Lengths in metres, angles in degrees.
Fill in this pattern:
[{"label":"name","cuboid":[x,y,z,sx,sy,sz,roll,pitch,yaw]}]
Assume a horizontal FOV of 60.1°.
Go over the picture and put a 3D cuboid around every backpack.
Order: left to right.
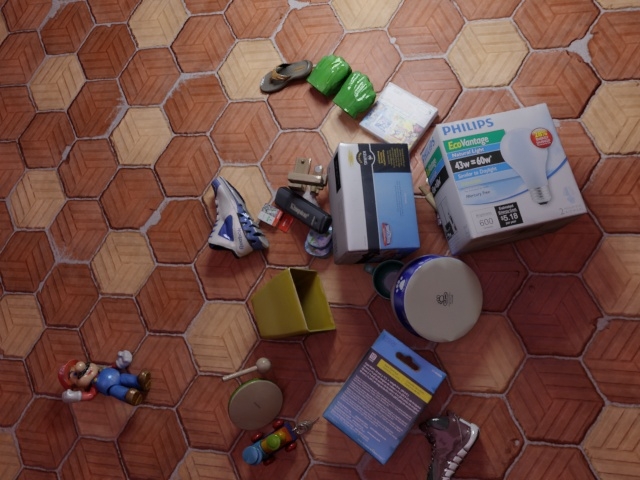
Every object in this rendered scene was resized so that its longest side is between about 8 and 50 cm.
[{"label":"backpack","cuboid":[0.000,0.000,1.885,0.105,0.084,0.114,20,87,18]}]

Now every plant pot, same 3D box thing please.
[{"label":"plant pot","cuboid":[-0.101,0.225,1.813,0.187,0.212,0.212,-25,74,21]}]

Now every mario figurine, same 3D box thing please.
[{"label":"mario figurine","cuboid":[-0.772,0.477,1.930,0.321,0.198,0.169,7,93,11]}]

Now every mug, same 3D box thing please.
[{"label":"mug","cuboid":[0.232,0.122,1.797,0.130,0.097,0.157,-32,73,7]}]

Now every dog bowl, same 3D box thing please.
[{"label":"dog bowl","cuboid":[0.356,0.176,1.693,0.265,0.104,0.264,0,90,-14]}]

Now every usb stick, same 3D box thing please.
[{"label":"usb stick","cuboid":[-0.064,-0.106,1.887,0.278,0.045,0.077,35,106,41]}]

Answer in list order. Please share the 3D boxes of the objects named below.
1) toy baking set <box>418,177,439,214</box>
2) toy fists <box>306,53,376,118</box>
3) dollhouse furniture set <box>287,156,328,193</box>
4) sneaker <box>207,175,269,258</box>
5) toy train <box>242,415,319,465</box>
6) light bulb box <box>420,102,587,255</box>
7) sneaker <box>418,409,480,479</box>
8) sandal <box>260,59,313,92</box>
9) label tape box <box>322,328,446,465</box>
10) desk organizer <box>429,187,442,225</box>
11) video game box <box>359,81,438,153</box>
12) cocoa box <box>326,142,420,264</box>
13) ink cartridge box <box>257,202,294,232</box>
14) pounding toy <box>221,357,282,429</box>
[{"label":"toy baking set","cuboid":[0.420,-0.177,1.800,0.197,0.030,0.256,-42,83,-16]},{"label":"toy fists","cuboid":[0.083,-0.553,1.962,0.142,0.096,0.279,-50,62,10]},{"label":"dollhouse furniture set","cuboid":[-0.043,-0.244,1.909,0.144,0.151,0.123,9,81,13]},{"label":"sneaker","cuboid":[-0.335,-0.063,1.957,0.182,0.127,0.315,-33,75,4]},{"label":"toy train","cuboid":[-0.126,0.628,1.761,0.248,0.143,0.105,-34,74,6]},{"label":"light bulb box","cuboid":[0.537,-0.180,1.674,0.358,0.225,0.360,-13,76,-7]},{"label":"sneaker","cuboid":[0.345,0.642,1.675,0.163,0.106,0.281,34,78,22]},{"label":"sandal","cuboid":[-0.134,-0.616,2.040,0.220,0.060,0.089,-12,72,25]},{"label":"label tape box","cuboid":[0.202,0.483,1.729,0.241,0.106,0.333,35,88,17]},{"label":"desk organizer","cuboid":[0.398,-0.111,1.826,0.047,0.050,0.130,-13,76,11]},{"label":"video game box","cuboid":[0.272,-0.421,1.921,0.205,0.048,0.187,36,87,18]},{"label":"cocoa box","cuboid":[0.161,-0.112,1.762,0.228,0.231,0.346,-2,78,-10]},{"label":"ink cartridge box","cuboid":[-0.160,-0.081,1.968,0.115,0.029,0.062,27,86,17]},{"label":"pounding toy","cuboid":[-0.233,0.496,1.825,0.183,0.110,0.236,-17,113,-19]}]
